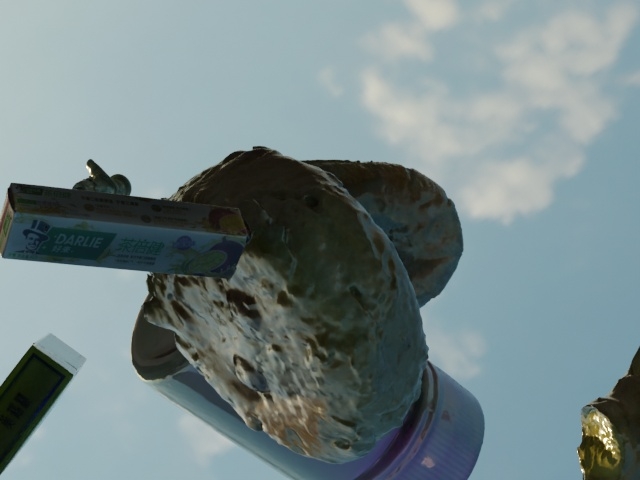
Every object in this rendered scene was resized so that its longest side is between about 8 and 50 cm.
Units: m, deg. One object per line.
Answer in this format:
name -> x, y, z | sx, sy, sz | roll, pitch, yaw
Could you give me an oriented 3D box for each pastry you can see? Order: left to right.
pastry -> -0.026, 0.062, 1.774 | 0.136, 0.330, 0.329 | -38, -156, -29

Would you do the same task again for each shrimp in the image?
shrimp -> 0.000, 0.000, 1.983 | 0.317, 0.168, 0.077 | 0, 179, -17

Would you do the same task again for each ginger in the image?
ginger -> 0.314, 0.110, 1.606 | 0.294, 0.131, 0.086 | -52, -161, -21

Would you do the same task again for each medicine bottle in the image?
medicine bottle -> -0.010, 0.161, 2.196 | 0.219, 0.388, 0.219 | -40, -150, 28

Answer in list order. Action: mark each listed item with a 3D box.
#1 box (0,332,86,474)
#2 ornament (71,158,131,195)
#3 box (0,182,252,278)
box -> -0.331, 0.180, 2.142 | 0.141, 0.064, 0.220 | -53, -175, 0
ornament -> -0.227, -0.053, 2.004 | 0.041, 0.092, 0.068 | -46, -124, 21
box -> -0.161, -0.006, 1.572 | 0.041, 0.207, 0.050 | -112, -143, -46
